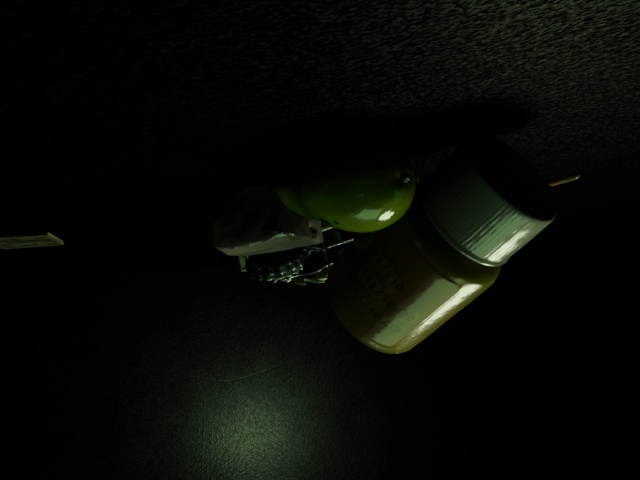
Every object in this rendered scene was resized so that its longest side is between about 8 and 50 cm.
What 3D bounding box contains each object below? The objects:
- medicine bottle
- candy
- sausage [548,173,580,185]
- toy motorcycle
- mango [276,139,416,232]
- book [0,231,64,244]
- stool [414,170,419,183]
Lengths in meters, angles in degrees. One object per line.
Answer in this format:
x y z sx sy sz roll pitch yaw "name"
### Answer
0.197 0.012 1.109 0.224 0.224 0.384 -1 144 -42 "medicine bottle"
-0.097 -0.048 1.263 0.195 0.137 0.185 -10 173 21 "candy"
0.597 -0.149 1.574 0.015 0.015 0.100 -3 174 -27 "sausage"
0.000 0.000 1.469 0.410 0.169 0.237 -16 -161 -27 "toy motorcycle"
0.036 -0.085 1.038 0.175 0.143 0.293 0 -178 -32 "mango"
-0.780 0.001 1.683 0.168 0.013 0.192 -4 174 -10 "book"
0.141 -0.084 1.274 0.135 0.110 0.134 -4 176 -24 "stool"
